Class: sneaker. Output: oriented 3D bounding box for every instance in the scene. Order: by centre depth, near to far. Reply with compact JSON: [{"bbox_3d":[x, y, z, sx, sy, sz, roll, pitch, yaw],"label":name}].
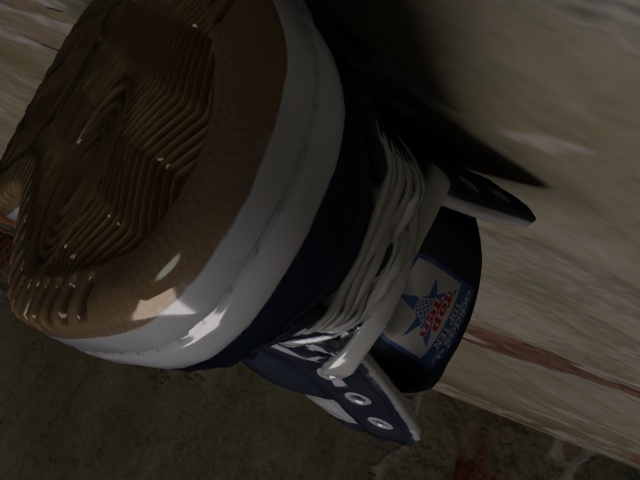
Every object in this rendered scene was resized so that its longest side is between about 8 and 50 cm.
[{"bbox_3d":[0.000,0.000,0.454,0.153,0.099,0.282,30,179,-16],"label":"sneaker"}]
